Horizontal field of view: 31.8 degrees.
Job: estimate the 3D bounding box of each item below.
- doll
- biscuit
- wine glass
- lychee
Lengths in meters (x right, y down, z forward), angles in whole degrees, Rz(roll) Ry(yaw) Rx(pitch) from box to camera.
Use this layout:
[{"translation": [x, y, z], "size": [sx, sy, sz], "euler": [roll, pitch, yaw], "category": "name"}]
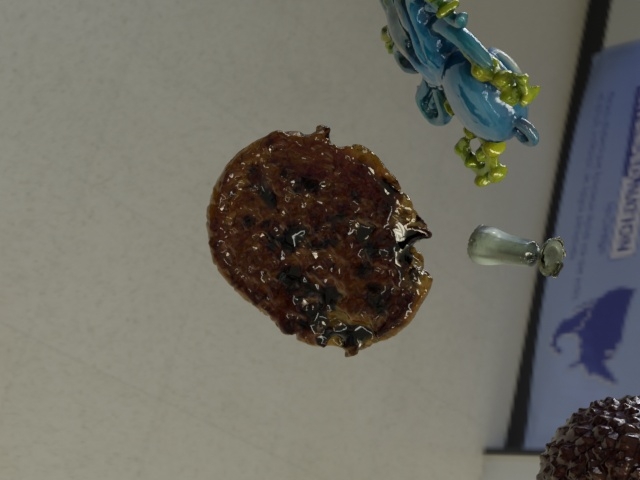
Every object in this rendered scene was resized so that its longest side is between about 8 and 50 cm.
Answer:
[{"translation": [0.185, -0.235, 1.510], "size": [0.099, 0.341, 0.346], "euler": [-31, 152, -7], "category": "doll"}, {"translation": [0.003, -0.003, 1.566], "size": [0.334, 0.289, 0.081], "euler": [47, 22, -1], "category": "biscuit"}, {"translation": [0.324, 0.018, 1.867], "size": [0.072, 0.155, 0.072], "euler": [-10, 105, -42], "category": "wine glass"}, {"translation": [0.407, 0.303, 1.386], "size": [0.271, 0.271, 0.271], "euler": [10, 77, -46], "category": "lychee"}]
